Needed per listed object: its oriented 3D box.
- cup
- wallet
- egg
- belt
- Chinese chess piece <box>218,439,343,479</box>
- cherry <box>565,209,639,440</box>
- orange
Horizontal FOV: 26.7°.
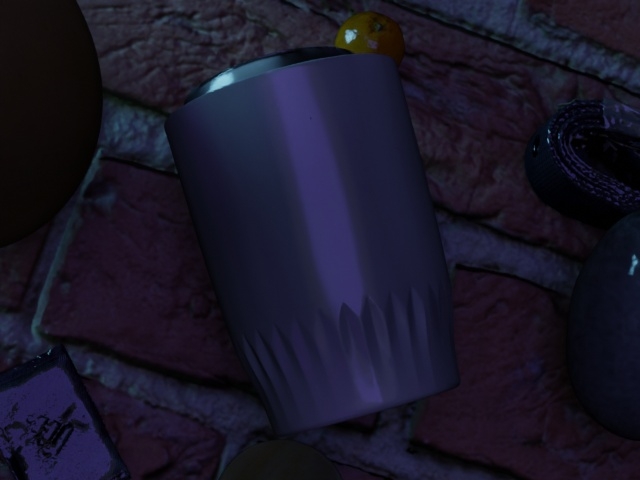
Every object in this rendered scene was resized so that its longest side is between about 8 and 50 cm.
[{"bbox_3d":[0.000,0.000,1.408,0.253,0.253,0.372,-14,85,-13],"label":"cup"},{"bbox_3d":[-0.284,0.205,1.422,0.111,0.030,0.166,-26,86,-19],"label":"wallet"},{"bbox_3d":[-0.375,-0.171,1.337,0.301,0.301,0.374,-22,98,-14],"label":"egg"},{"bbox_3d":[0.358,-0.087,1.551,0.230,0.126,0.140,15,78,-6],"label":"belt"},{"bbox_3d":[-0.042,0.280,1.415,0.144,0.058,0.144,-1,56,1],"label":"Chinese chess piece"},{"bbox_3d":[0.392,0.099,1.460,0.255,0.218,0.296,-4,102,25],"label":"cherry"},{"bbox_3d":[0.057,-0.224,1.547,0.083,0.083,0.084,2,78,-10],"label":"orange"}]
